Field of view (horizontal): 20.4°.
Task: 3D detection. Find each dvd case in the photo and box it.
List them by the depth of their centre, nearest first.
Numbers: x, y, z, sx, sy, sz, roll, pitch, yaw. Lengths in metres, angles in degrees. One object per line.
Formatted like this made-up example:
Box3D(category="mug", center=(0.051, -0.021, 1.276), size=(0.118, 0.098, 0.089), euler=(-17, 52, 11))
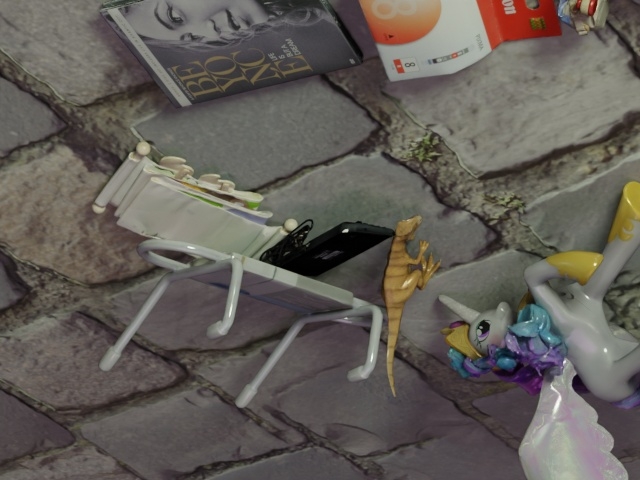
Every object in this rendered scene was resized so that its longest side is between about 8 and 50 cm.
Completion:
Box3D(category="dvd case", center=(-0.089, -0.210, 1.815), size=(0.221, 0.018, 0.164), euler=(-11, 142, 23))

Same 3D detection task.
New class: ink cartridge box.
Box3D(category="ink cartridge box", center=(0.136, -0.221, 1.744), size=(0.179, 0.045, 0.145), euler=(-3, 145, 17))

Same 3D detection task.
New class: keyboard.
Box3D(category="keyboard", center=(0.000, 0.000, 2.080), size=(0.100, 0.038, 0.192), euler=(5, 161, -29))

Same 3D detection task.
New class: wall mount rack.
Box3D(category="wall mount rack", center=(-0.098, 0.109, 2.160), size=(0.350, 0.130, 0.304), euler=(19, 162, -29))

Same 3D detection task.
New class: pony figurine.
Box3D(category="pony figurine", center=(0.333, 0.142, 2.088), size=(0.351, 0.303, 0.363), euler=(48, 140, -3))

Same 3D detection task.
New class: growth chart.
Box3D(category="growth chart", center=(-0.146, -0.031, 2.080), size=(0.237, 0.021, 0.172), euler=(26, 140, -27))

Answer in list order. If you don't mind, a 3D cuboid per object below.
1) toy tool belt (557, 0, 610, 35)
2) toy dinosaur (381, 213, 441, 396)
Box3D(category="toy tool belt", center=(0.244, -0.224, 1.706), size=(0.051, 0.052, 0.083), euler=(16, -176, 19))
Box3D(category="toy dinosaur", center=(0.090, 0.061, 2.090), size=(0.064, 0.112, 0.211), euler=(12, 113, 24))
